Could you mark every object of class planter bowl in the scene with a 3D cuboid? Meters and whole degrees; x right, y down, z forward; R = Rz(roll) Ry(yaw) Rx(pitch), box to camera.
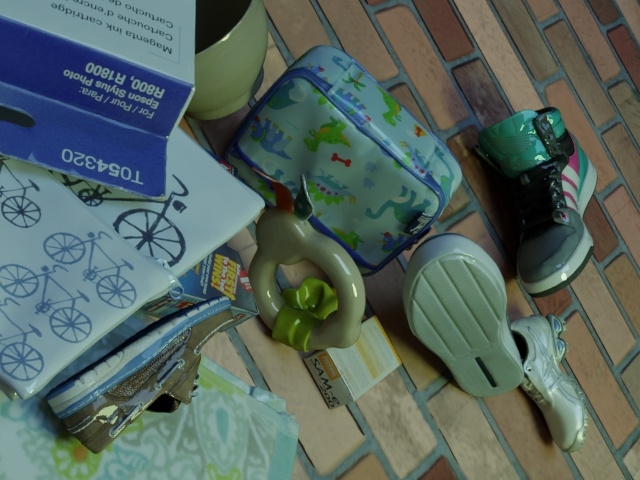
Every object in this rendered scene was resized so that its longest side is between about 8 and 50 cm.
[{"bbox_3d":[-0.119,-0.191,1.229,0.109,0.162,0.162,61,30,-46],"label":"planter bowl"}]

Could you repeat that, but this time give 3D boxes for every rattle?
[{"bbox_3d":[0.000,0.000,1.228,0.143,0.130,0.199,-28,109,-39],"label":"rattle"}]

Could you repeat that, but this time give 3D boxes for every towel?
[{"bbox_3d":[-0.183,0.218,0.968,0.320,0.090,0.374,36,46,-24],"label":"towel"}]

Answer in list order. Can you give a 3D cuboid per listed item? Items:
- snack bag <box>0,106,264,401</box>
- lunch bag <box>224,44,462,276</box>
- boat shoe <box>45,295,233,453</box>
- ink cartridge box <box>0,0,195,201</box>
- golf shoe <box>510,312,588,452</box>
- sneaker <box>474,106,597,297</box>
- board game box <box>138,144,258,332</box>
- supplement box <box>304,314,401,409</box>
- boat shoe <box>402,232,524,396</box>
[{"bbox_3d":[-0.237,-0.061,1.013,0.323,0.037,0.342,43,42,9],"label":"snack bag"},{"bbox_3d":[0.021,-0.075,1.271,0.219,0.176,0.090,43,41,-6],"label":"lunch bag"},{"bbox_3d":[-0.132,0.106,0.976,0.183,0.066,0.066,-32,96,-39],"label":"boat shoe"},{"bbox_3d":[-0.262,-0.216,1.047,0.324,0.071,0.330,17,45,-25],"label":"ink cartridge box"},{"bbox_3d":[0.267,0.177,1.503,0.086,0.069,0.176,-1,65,-26],"label":"golf shoe"},{"bbox_3d":[0.274,-0.075,1.586,0.178,0.124,0.295,50,33,-22],"label":"sneaker"},{"bbox_3d":[-0.142,-0.003,1.154,0.194,0.060,0.194,32,48,-32],"label":"board game box"},{"bbox_3d":[0.035,0.126,1.287,0.098,0.036,0.062,-29,91,-51],"label":"supplement box"},{"bbox_3d":[0.152,0.071,1.347,0.302,0.109,0.094,63,12,-53],"label":"boat shoe"}]
